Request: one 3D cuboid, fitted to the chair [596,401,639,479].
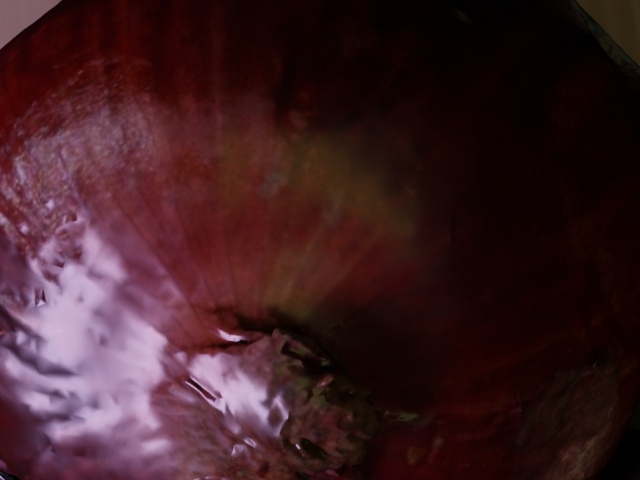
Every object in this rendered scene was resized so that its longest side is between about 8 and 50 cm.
[{"bbox_3d":[0.224,0.169,0.891,0.240,0.203,0.416,38,82,-10],"label":"chair"}]

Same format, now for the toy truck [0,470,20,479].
[{"bbox_3d":[-0.129,0.164,0.956,0.253,0.124,0.114,39,87,2],"label":"toy truck"}]

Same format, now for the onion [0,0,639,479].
[{"bbox_3d":[0.004,0.000,0.879,0.341,0.341,0.341,0,84,1],"label":"onion"}]

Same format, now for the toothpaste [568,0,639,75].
[{"bbox_3d":[0.169,-0.068,1.019,0.216,0.037,0.062,43,81,8],"label":"toothpaste"}]
